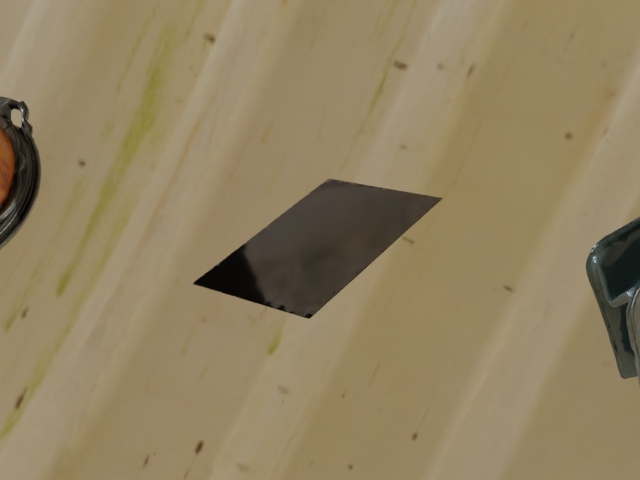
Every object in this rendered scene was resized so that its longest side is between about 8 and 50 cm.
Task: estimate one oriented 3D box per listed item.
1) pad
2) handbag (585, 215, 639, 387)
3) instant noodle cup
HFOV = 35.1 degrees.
[{"bbox_3d":[0.000,0.000,0.856,0.127,0.004,0.190,14,-140,37],"label":"pad"},{"bbox_3d":[0.330,0.022,0.804,0.229,0.179,0.062,-32,-138,-3],"label":"handbag"},{"bbox_3d":[-0.349,-0.072,0.878,0.177,0.125,0.208,11,-115,16],"label":"instant noodle cup"}]
